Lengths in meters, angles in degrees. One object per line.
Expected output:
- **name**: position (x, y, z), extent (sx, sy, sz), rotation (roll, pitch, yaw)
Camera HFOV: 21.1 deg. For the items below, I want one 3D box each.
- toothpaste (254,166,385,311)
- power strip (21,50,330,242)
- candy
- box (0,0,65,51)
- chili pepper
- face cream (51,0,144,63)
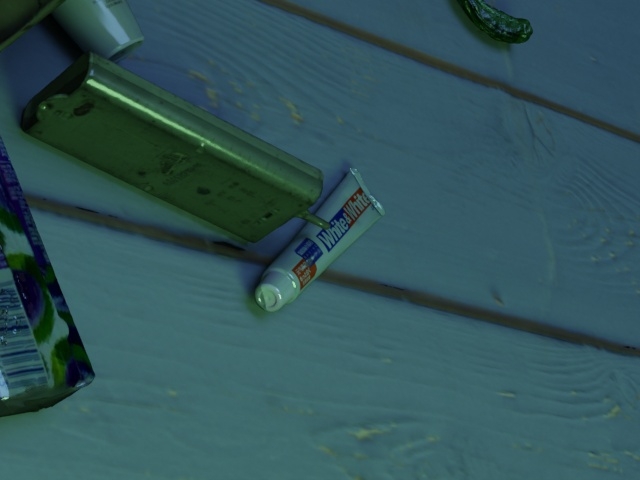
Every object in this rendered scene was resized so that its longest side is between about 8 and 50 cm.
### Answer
- **toothpaste**: position (0.000, 0.000, 1.411), extent (0.052, 0.033, 0.218), rotation (54, 33, -7)
- **power strip**: position (-0.096, -0.060, 1.300), extent (0.268, 0.092, 0.034), rotation (26, 49, -31)
- **candy**: position (-0.245, -0.028, 1.146), extent (0.088, 0.061, 0.312), rotation (-4, 67, -49)
- **box**: position (-0.172, -0.305, 1.148), extent (0.225, 0.297, 0.190), rotation (50, 38, -10)
- **chili pepper**: position (0.164, -0.237, 1.759), extent (0.118, 0.035, 0.055), rotation (39, 27, -5)
- **face cream**: position (-0.205, -0.219, 1.338), extent (0.182, 0.051, 0.072), rotation (55, 39, 3)
